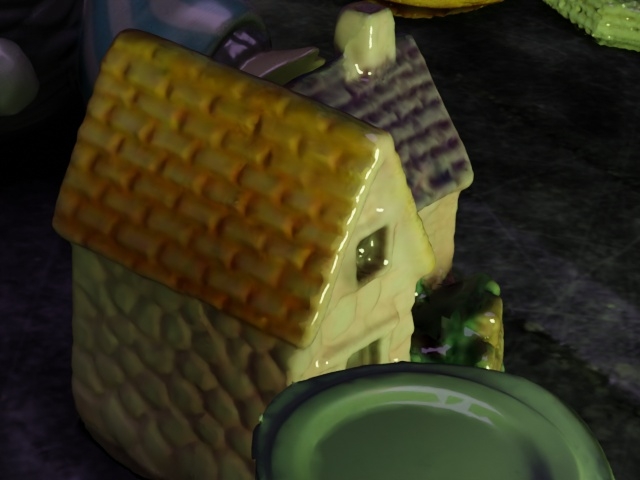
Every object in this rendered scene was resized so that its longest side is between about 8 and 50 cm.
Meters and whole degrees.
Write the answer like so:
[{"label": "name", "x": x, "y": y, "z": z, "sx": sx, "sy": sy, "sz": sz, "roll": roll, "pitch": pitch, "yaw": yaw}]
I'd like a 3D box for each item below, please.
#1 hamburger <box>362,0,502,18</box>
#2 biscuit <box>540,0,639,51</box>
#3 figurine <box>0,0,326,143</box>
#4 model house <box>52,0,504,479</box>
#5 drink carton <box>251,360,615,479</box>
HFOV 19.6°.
[{"label": "hamburger", "x": 0.100, "y": -0.282, "z": 1.633, "sx": 0.182, "sy": 0.118, "sz": 0.191, "roll": 24, "pitch": 33, "yaw": 26}, {"label": "biscuit", "x": 0.309, "y": -0.207, "z": 1.584, "sx": 0.252, "sy": 0.052, "sz": 0.150, "roll": 12, "pitch": 33, "yaw": 16}, {"label": "figurine", "x": -0.254, "y": -0.112, "z": 1.286, "sx": 0.377, "sy": 0.266, "sz": 0.361, "roll": -37, "pitch": 66, "yaw": -16}, {"label": "model house", "x": 0.000, "y": 0.000, "z": 1.042, "sx": 0.202, "sy": 0.237, "sz": 0.237, "roll": 27, "pitch": 38, "yaw": 36}, {"label": "drink carton", "x": 0.048, "y": 0.167, "z": 0.767, "sx": 0.185, "sy": 0.189, "sz": 0.191, "roll": 1, "pitch": 34, "yaw": -9}]
